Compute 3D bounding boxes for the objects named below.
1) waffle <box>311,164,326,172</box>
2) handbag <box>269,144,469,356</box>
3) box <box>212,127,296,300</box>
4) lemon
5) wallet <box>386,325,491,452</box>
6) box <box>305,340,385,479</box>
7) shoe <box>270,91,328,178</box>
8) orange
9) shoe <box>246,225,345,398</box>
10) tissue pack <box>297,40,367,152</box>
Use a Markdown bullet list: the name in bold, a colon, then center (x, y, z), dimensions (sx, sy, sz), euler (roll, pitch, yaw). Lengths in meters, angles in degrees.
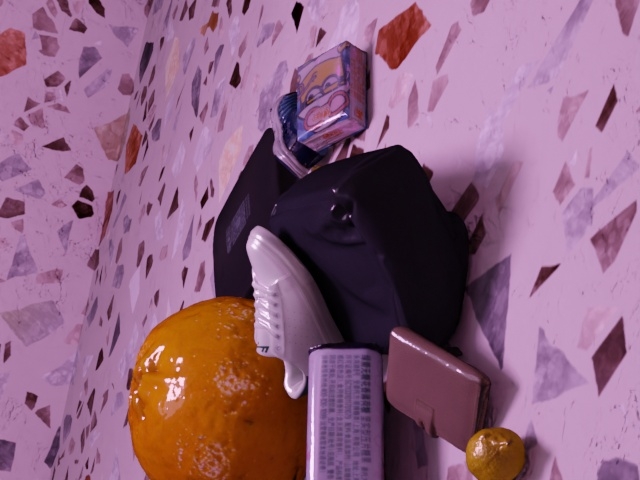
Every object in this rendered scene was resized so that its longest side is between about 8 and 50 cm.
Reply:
- **waffle**: center (0.000, 0.000, 2.043), dimensions (0.229, 0.051, 0.231), euler (-67, 24, 16)
- **handbag**: center (0.089, 0.016, 1.683), dimensions (0.178, 0.275, 0.302), euler (-37, 9, -18)
- **box**: center (-0.119, -0.023, 2.323), dimensions (0.290, 0.073, 0.289), euler (-98, 30, -44)
- **lemon**: center (0.194, 0.237, 1.392), dimensions (0.092, 0.065, 0.065), euler (119, 155, -56)
- **wallet**: center (0.140, 0.179, 1.514), dimensions (0.152, 0.038, 0.118), euler (29, 124, 39)
- **box**: center (0.031, 0.326, 1.614), dimensions (0.190, 0.112, 0.370), euler (87, -177, -60)
- **shoe**: center (-0.025, -0.197, 2.196), dimensions (0.106, 0.091, 0.207), euler (-37, 32, 20)
- **orange**: center (-0.150, 0.251, 1.931), dimensions (0.340, 0.293, 0.341), euler (-165, 90, -69)
- **shoe**: center (-0.050, 0.108, 1.736), dimensions (0.110, 0.265, 0.095), euler (-39, 28, -13)
- **tissue pack**: center (0.019, -0.237, 2.073), dimensions (0.115, 0.065, 0.155), euler (-25, 51, 37)
